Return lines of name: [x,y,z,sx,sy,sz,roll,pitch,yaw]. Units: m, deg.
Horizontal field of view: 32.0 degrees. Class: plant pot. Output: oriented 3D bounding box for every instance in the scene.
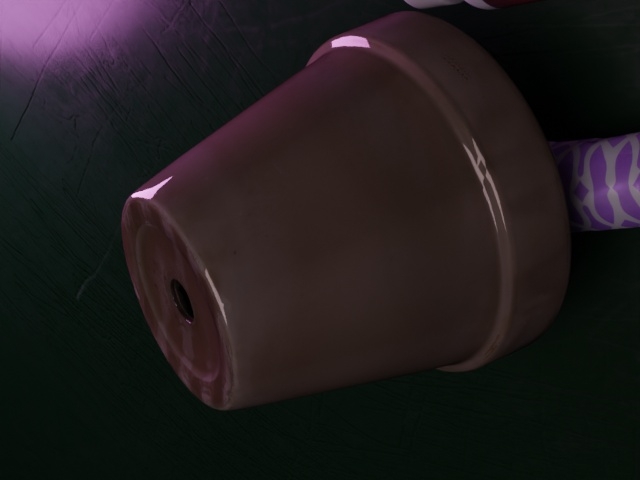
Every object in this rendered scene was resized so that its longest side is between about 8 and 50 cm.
plant pot: [0.000,0.000,0.939,0.323,0.280,0.323,41,144,40]

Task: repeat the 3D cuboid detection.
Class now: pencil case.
pencil case: [0.241,-0.053,0.928,0.206,0.088,0.086,-2,152,39]

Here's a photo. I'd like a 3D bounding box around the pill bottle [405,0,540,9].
pill bottle: [0.165,-0.246,0.863,0.221,0.121,0.121,-2,110,39]
